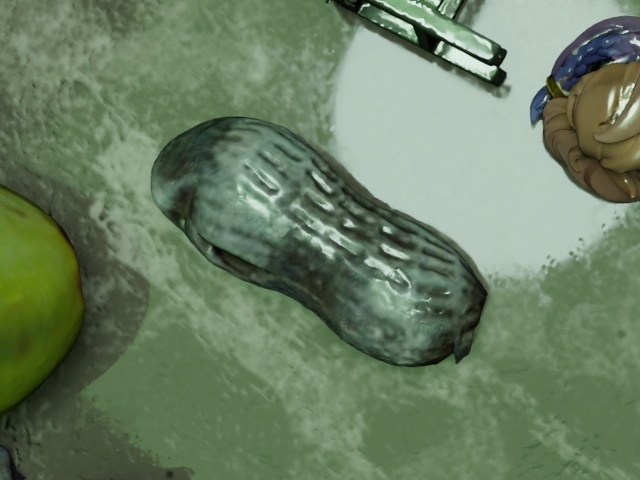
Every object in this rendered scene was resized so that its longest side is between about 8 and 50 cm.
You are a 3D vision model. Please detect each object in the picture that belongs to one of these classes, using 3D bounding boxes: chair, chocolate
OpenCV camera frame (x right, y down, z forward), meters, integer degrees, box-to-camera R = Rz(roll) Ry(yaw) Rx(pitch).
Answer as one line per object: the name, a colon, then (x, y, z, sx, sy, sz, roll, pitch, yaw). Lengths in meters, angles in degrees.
chair: (0.032, -0.227, 1.044, 0.270, 0.136, 0.147, 29, 93, 5)
chocolate: (0.000, 0.000, 1.068, 0.248, 0.110, 0.110, 35, 95, 3)

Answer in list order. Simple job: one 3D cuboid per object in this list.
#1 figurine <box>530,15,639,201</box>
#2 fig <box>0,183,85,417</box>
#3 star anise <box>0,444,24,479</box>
figurine: (0.201, -0.075, 1.026, 0.126, 0.157, 0.114, 12, 113, 2)
fig: (-0.320, 0.043, 1.041, 0.326, 0.258, 0.258, -6, 90, -5)
star anise: (-0.204, 0.248, 1.111, 0.212, 0.073, 0.196, 14, 89, 10)
